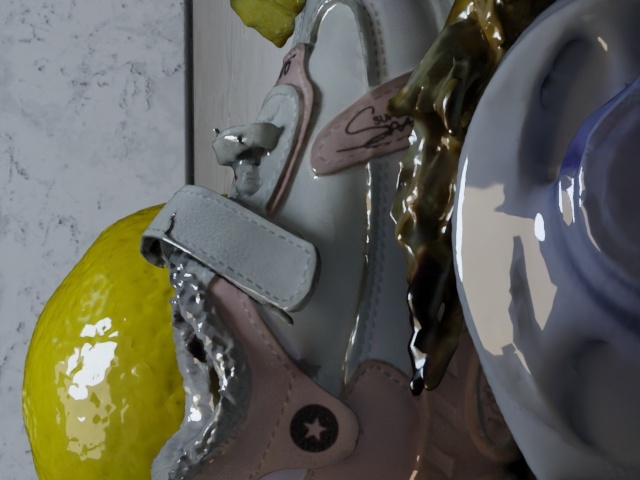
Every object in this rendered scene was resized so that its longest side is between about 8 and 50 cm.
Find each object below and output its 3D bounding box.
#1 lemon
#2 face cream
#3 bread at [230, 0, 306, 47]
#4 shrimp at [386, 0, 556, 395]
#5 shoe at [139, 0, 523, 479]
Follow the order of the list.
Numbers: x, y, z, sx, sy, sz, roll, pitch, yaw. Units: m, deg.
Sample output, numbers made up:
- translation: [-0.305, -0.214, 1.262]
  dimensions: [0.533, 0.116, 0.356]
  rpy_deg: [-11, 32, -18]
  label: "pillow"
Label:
- translation: [-0.072, 0.105, 1.227]
  dimensions: [0.293, 0.293, 0.293]
  rpy_deg: [180, 90, -81]
  label: "lemon"
- translation: [0.113, 0.021, 0.673]
  dimensions: [0.420, 0.137, 0.235]
  rpy_deg: [77, -170, -80]
  label: "face cream"
- translation: [-0.036, -0.297, 1.582]
  dimensions: [0.161, 0.088, 0.233]
  rpy_deg: [110, 160, -71]
  label: "bread"
- translation: [0.064, -0.064, 0.814]
  dimensions: [0.117, 0.066, 0.262]
  rpy_deg: [89, -165, -63]
  label: "shrimp"
- translation: [0.001, -0.001, 0.988]
  dimensions: [0.172, 0.198, 0.351]
  rpy_deg: [132, 135, -69]
  label: "shoe"
